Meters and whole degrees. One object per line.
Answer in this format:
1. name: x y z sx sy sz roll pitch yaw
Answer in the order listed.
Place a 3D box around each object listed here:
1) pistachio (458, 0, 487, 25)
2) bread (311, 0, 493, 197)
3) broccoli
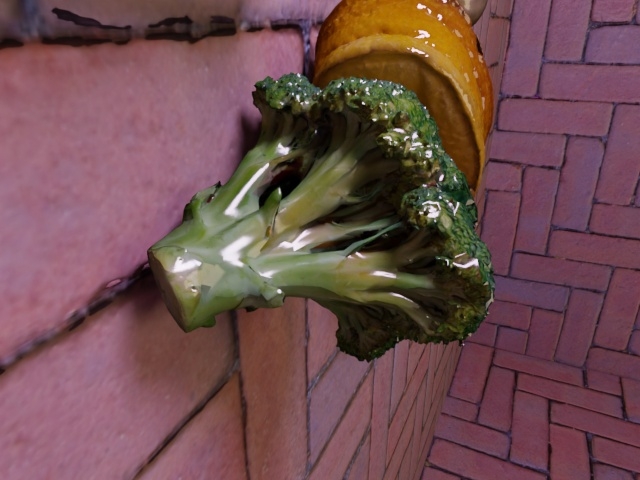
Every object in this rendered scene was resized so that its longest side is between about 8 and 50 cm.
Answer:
1. pistachio: 0.214 -0.408 0.830 0.206 0.130 0.131 -44 170 -51
2. bread: 0.089 -0.136 0.557 0.269 0.196 0.142 63 33 -45
3. broccoli: 0.000 0.000 0.411 0.269 0.269 0.254 -45 135 -54
